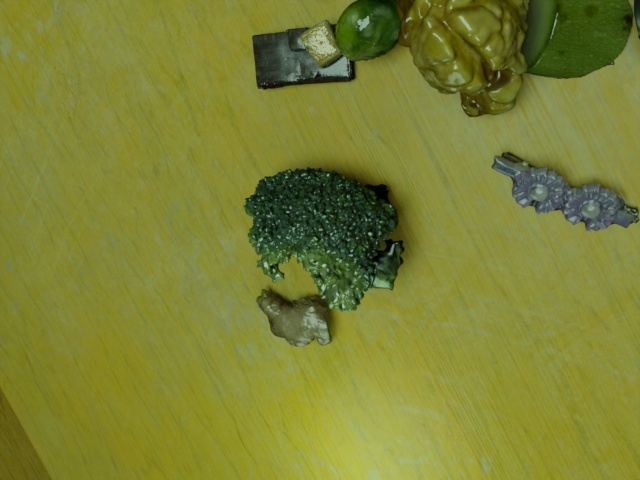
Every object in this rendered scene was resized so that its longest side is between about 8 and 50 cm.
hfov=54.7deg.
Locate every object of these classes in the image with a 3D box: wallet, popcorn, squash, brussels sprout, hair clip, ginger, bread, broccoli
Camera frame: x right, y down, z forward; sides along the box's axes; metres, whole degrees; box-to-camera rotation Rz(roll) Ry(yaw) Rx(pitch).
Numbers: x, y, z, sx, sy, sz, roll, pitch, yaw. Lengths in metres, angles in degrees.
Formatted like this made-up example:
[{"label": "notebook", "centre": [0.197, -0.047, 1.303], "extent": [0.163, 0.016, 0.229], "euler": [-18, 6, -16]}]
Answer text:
[{"label": "wallet", "centre": [-0.039, -0.402, 1.356], "extent": [0.230, 0.042, 0.124], "euler": [1, 103, 24]}, {"label": "popcorn", "centre": [0.263, -0.368, 1.101], "extent": [0.225, 0.265, 0.332], "euler": [-14, 117, 25]}, {"label": "squash", "centre": [0.450, -0.381, 1.096], "extent": [0.184, 0.085, 0.192], "euler": [13, 113, 23]}, {"label": "brussels sprout", "centre": [0.100, -0.421, 1.227], "extent": [0.117, 0.155, 0.155], "euler": [47, 120, 5]}, {"label": "hair clip", "centre": [0.466, -0.090, 1.191], "extent": [0.292, 0.084, 0.106], "euler": [26, 133, 12]}, {"label": "ginger", "centre": [-0.069, 0.199, 1.542], "extent": [0.213, 0.074, 0.137], "euler": [6, 99, 21]}, {"label": "bread", "centre": [0.006, -0.412, 1.296], "extent": [0.070, 0.035, 0.083], "euler": [-30, 98, 23]}, {"label": "broccoli", "centre": [0.006, -0.010, 1.337], "extent": [0.338, 0.277, 0.317], "euler": [-19, 116, 38]}]

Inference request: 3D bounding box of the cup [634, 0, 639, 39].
[{"label": "cup", "centre": [0.626, -0.387, 0.919], "extent": [0.280, 0.196, 0.196], "euler": [-5, 104, 42]}]
